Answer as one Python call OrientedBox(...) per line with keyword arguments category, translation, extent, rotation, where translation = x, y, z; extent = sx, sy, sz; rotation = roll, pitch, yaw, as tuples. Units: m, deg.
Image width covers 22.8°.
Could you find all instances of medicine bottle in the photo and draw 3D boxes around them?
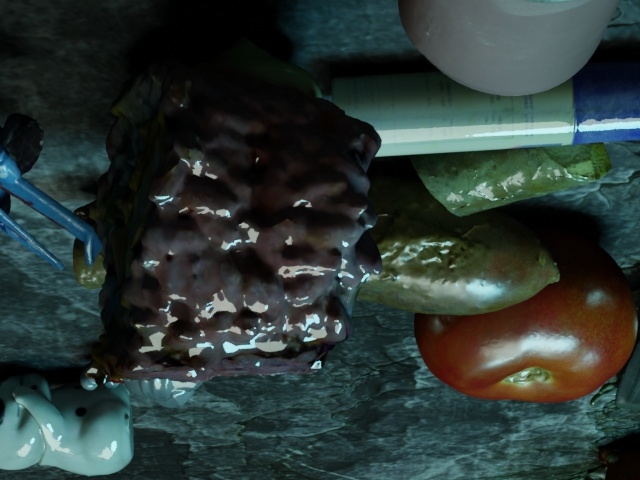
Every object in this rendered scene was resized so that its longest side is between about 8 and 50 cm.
OrientedBox(category="medicine bottle", translation=(0.124, -0.093, 1.115), extent=(0.231, 0.059, 0.059), rotation=(-3, 157, 1))

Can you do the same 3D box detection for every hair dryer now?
OrientedBox(category="hair dryer", translation=(0.224, -0.186, 0.859), extent=(0.352, 0.125, 0.210), rotation=(-8, 158, -7))

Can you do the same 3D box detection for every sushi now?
OrientedBox(category="sushi", translation=(-0.059, -0.017, 1.058), extent=(0.171, 0.236, 0.270), rotation=(6, 171, -13))

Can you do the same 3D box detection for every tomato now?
OrientedBox(category="tomato", translation=(0.179, 0.064, 1.392), extent=(0.195, 0.136, 0.195), rotation=(-1, 155, 0))

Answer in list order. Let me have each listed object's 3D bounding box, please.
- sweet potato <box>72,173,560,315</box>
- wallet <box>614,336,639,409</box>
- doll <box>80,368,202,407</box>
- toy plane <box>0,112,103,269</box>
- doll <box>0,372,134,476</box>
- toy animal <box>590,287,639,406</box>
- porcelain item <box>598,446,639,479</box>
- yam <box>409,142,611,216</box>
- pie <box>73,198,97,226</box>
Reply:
OrientedBox(category="sweet potato", translation=(0.000, 0.000, 1.265), extent=(0.385, 0.109, 0.109), rotation=(4, 157, -1))
OrientedBox(category="wallet", translation=(0.380, 0.087, 1.483), extent=(0.168, 0.052, 0.245), rotation=(-1, 137, -12))
OrientedBox(category="doll", translation=(-0.173, 0.128, 1.582), extent=(0.180, 0.079, 0.094), rotation=(-8, 175, 44))
OrientedBox(category="toy plane", translation=(-0.253, -0.072, 1.026), extent=(0.254, 0.105, 0.271), rotation=(25, 152, 24))
OrientedBox(category="doll", translation=(-0.279, 0.191, 1.662), extent=(0.180, 0.110, 0.107), rotation=(7, 126, -11))
OrientedBox(category="toy animal", translation=(0.280, 0.111, 1.572), extent=(0.155, 0.095, 0.219), rotation=(-1, 156, -17))
OrientedBox(category="porcelain item", translation=(0.452, 0.339, 2.038), extent=(0.253, 0.253, 0.253), rotation=(-3, 157, -1))
OrientedBox(category="yam", translation=(0.138, -0.061, 1.184), extent=(0.146, 0.070, 0.070), rotation=(-16, 154, 26))
OrientedBox(category="pie", translation=(-0.114, -0.001, 1.320), extent=(0.088, 0.033, 0.191), rotation=(-22, 143, 20))
